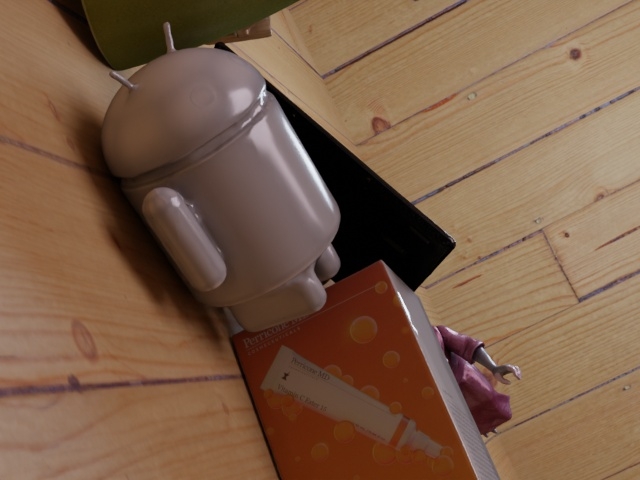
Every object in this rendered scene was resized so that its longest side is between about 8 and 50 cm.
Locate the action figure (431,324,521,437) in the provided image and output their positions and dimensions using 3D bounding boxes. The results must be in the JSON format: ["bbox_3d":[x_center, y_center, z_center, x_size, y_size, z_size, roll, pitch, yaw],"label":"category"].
[{"bbox_3d":[0.212,0.221,2.132,0.370,0.248,0.275,58,9,-51],"label":"action figure"}]

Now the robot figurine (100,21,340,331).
[{"bbox_3d":[-0.112,-0.067,1.349,0.353,0.200,0.300,60,24,-21],"label":"robot figurine"}]

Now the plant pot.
[{"bbox_3d":[-0.140,-0.376,1.539,0.275,0.294,0.274,-8,90,-84],"label":"plant pot"}]

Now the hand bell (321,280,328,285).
[{"bbox_3d":[-0.048,-0.004,1.892,0.126,0.126,0.242,61,-2,-13],"label":"hand bell"}]

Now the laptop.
[{"bbox_3d":[0.026,-0.103,1.660,0.382,0.236,0.408,40,-29,4],"label":"laptop"}]

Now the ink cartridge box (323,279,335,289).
[{"bbox_3d":[0.000,0.000,2.221,0.224,0.056,0.181,65,9,3],"label":"ink cartridge box"}]

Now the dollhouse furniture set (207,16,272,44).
[{"bbox_3d":[-0.245,-0.585,2.057,0.362,0.257,0.394,74,10,-68],"label":"dollhouse furniture set"}]

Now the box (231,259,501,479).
[{"bbox_3d":[0.068,0.236,1.428,0.345,0.215,0.168,67,11,27],"label":"box"}]
